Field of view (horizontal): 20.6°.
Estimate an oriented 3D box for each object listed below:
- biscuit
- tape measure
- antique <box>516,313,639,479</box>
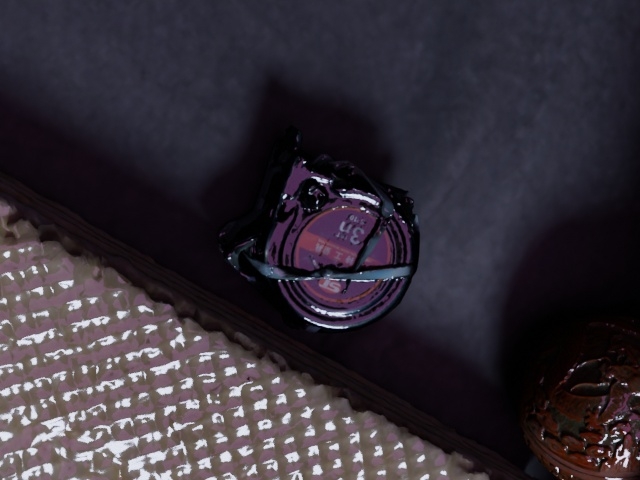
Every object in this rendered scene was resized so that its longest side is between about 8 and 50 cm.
[{"bbox_3d":[-0.067,0.100,0.883,0.426,0.078,0.144,32,95,-24],"label":"biscuit"},{"bbox_3d":[0.001,0.002,0.890,0.094,0.054,0.091,32,96,-18],"label":"tape measure"},{"bbox_3d":[0.154,0.086,0.946,0.104,0.104,0.104,-6,108,-18],"label":"antique"}]
